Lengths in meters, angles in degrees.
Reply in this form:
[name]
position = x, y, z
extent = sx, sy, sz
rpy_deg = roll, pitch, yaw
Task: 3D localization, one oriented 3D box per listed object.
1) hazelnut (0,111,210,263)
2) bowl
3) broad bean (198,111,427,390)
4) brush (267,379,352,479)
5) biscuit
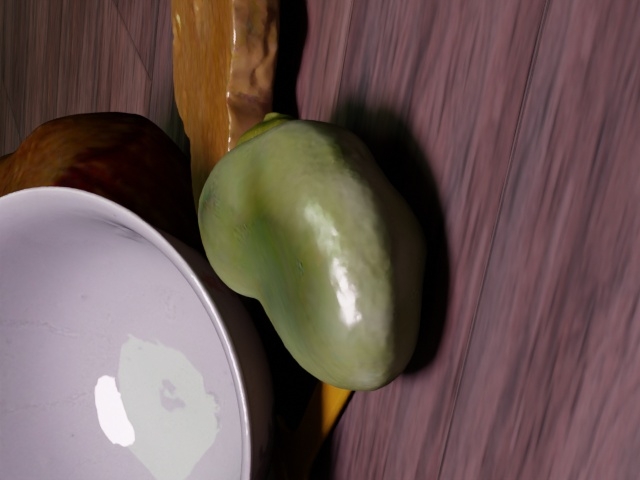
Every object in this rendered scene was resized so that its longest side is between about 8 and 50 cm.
[hazelnut]
position = -0.188, -0.008, 1.377
extent = 0.234, 0.218, 0.218
rpy_deg = -149, 58, -61
[bowl]
position = -0.145, 0.119, 1.202
extent = 0.345, 0.157, 0.345
rpy_deg = 7, 103, 34
[broad bean]
position = 0.000, 0.000, 0.973
extent = 0.228, 0.100, 0.169
rpy_deg = 52, 149, 41
[brush]
position = -0.007, 0.138, 1.125
extent = 0.272, 0.013, 0.103
rpy_deg = 113, 148, -50
[biscuit]
position = -0.075, -0.192, 1.213
extent = 0.269, 0.051, 0.376
rpy_deg = 156, 111, -73
